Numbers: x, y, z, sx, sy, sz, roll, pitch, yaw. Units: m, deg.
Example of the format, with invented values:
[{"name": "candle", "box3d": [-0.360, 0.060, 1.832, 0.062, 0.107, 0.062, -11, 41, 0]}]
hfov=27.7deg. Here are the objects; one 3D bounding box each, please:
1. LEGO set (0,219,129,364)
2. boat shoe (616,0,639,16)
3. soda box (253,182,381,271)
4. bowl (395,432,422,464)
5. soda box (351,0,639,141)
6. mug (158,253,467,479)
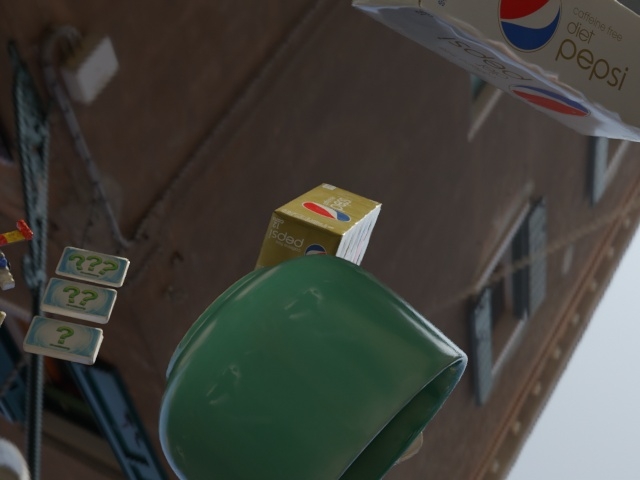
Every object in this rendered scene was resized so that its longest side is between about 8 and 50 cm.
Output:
[{"name": "LEGO set", "box3d": [-0.346, 0.036, 1.427, 0.244, 0.060, 0.182, 13, -142, -2]}, {"name": "boat shoe", "box3d": [0.444, -0.184, 1.262, 0.156, 0.136, 0.367, -39, -104, -18]}, {"name": "soda box", "box3d": [0.000, 0.000, 1.058, 0.058, 0.061, 0.181, 21, -167, 9]}, {"name": "bowl", "box3d": [0.009, 0.128, 1.081, 0.142, 0.053, 0.142, -9, -99, -45]}, {"name": "soda box", "box3d": [0.130, -0.132, 0.808, 0.074, 0.216, 0.069, 16, -96, 56]}, {"name": "mug", "box3d": [-0.018, 0.080, 0.599, 0.097, 0.157, 0.129, 41, -156, 15]}]
